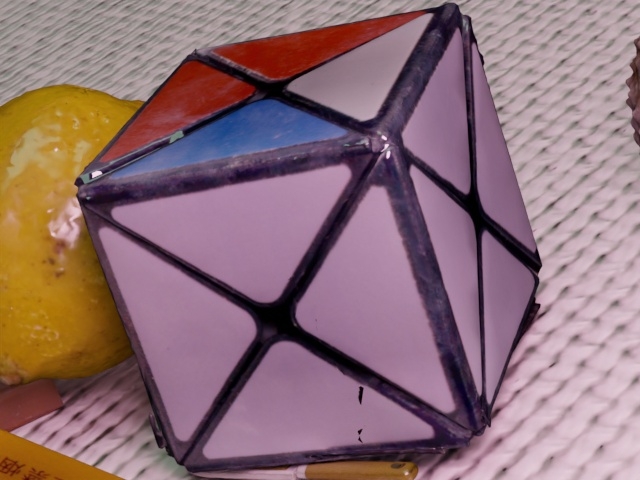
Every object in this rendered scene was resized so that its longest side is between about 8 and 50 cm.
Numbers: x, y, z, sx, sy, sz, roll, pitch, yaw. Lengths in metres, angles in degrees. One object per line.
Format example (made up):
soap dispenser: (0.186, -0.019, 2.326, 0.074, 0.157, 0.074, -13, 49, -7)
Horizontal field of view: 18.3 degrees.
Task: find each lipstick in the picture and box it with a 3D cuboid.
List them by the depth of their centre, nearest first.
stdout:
lipstick: (-0.327, 0.167, 1.931, 0.145, 0.045, 0.045, -24, 27, -13)

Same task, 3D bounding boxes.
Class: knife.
knife: (-0.022, 0.197, 1.722, 0.256, 0.022, 0.046, -3, 27, 34)

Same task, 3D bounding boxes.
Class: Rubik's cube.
Rubik's cube: (0.000, 0.000, 1.752, 0.305, 0.310, 0.307, -9, 24, 23)

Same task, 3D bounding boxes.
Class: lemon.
lemon: (-0.245, -0.003, 1.886, 0.258, 0.258, 0.310, 6, 66, 38)

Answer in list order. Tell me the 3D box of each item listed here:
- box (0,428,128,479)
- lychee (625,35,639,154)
box: (-0.315, 0.304, 1.482, 0.264, 0.115, 0.415, 21, 35, 14)
lychee: (0.417, -0.153, 1.826, 0.300, 0.300, 0.300, -14, 28, 8)
